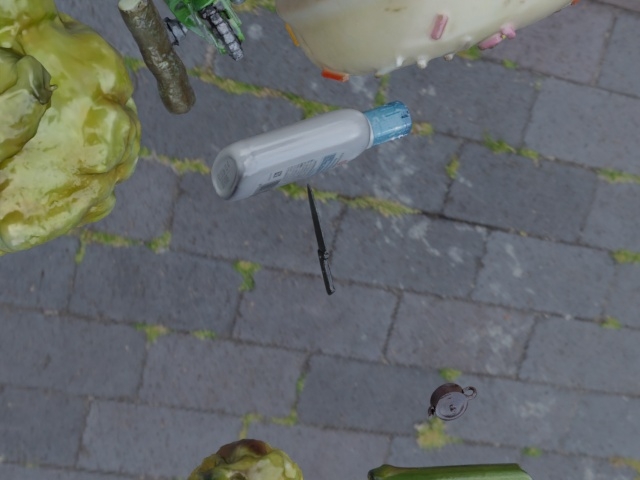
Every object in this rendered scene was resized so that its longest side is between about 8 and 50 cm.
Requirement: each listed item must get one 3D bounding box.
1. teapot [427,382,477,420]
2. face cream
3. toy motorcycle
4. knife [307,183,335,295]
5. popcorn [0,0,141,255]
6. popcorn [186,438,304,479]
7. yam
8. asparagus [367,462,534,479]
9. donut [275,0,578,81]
[{"bbox_3d":[0.239,0.295,1.858,0.100,0.045,0.068,-25,124,0],"label":"teapot"},{"bbox_3d":[-0.005,-0.152,1.643,0.337,0.163,0.080,-21,82,-24],"label":"face cream"},{"bbox_3d":[-0.111,-0.212,0.827,0.074,0.190,0.106,-33,129,-1],"label":"toy motorcycle"},{"bbox_3d":[0.000,0.000,1.463,0.010,0.023,0.170,-23,109,-33],"label":"knife"},{"bbox_3d":[-0.322,-0.112,1.061,0.279,0.335,0.274,21,66,-55],"label":"popcorn"},{"bbox_3d":[-0.115,0.405,1.547,0.218,0.189,0.169,-50,136,-39],"label":"popcorn"},{"bbox_3d":[-0.255,-0.295,1.612,0.061,0.061,0.253,-27,146,-5],"label":"yam"},{"bbox_3d":[0.211,0.387,1.640,0.278,0.067,0.060,-5,112,-1],"label":"asparagus"},{"bbox_3d":[0.134,-0.289,1.162,0.382,0.382,0.142,-20,105,-7],"label":"donut"}]
